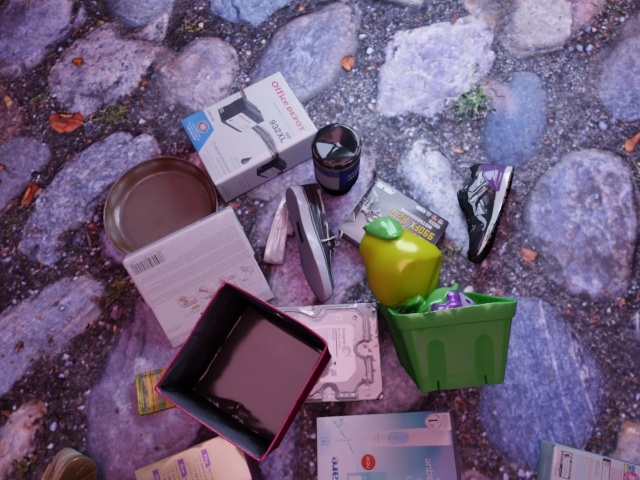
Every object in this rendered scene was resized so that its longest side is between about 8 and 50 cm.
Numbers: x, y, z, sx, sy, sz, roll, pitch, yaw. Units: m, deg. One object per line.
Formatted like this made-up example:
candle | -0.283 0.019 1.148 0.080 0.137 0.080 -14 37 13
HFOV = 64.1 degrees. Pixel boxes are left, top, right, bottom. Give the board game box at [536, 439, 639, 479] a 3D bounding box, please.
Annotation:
board game box | 0.635 0.593 1.116 0.303 0.097 0.224 13 75 8

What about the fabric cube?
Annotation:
fabric cube | -0.143 0.277 1.096 0.254 0.258 0.259 29 77 12

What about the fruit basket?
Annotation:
fruit basket | 0.239 0.118 1.138 0.282 0.392 0.392 -6 73 0

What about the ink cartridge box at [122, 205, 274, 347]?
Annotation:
ink cartridge box | -0.306 0.092 1.313 0.296 0.066 0.261 -26 105 -6

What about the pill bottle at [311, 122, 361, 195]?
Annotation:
pill bottle | 0.042 -0.198 1.320 0.122 0.219 0.123 -1 73 2

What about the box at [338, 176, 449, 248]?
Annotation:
box | 0.191 -0.031 1.347 0.231 0.056 0.183 34 77 12

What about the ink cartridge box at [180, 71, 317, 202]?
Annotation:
ink cartridge box | -0.187 -0.284 1.403 0.307 0.129 0.223 -29 73 -7

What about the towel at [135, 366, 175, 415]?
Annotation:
towel | -0.338 0.354 1.268 0.237 0.021 0.102 -14 74 -2

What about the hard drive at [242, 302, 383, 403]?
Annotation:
hard drive | -0.023 0.278 1.258 0.338 0.064 0.237 -2 73 1

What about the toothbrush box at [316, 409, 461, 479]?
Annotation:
toothbrush box | 0.148 0.490 1.105 0.295 0.126 0.216 -8 64 16

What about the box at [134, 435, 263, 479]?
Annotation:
box | -0.256 0.569 1.148 0.242 0.117 0.214 -22 73 -4

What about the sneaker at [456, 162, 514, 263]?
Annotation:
sneaker | 0.411 -0.075 1.344 0.124 0.107 0.283 16 70 22

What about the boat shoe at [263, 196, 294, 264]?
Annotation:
boat shoe | -0.102 -0.024 1.356 0.063 0.066 0.184 16 71 -8

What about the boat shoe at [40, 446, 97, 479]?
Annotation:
boat shoe | -0.615 0.650 1.151 0.110 0.121 0.341 2 65 42

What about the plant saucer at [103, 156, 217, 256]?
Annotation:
plant saucer | -0.429 -0.078 1.392 0.310 0.050 0.311 0 72 1

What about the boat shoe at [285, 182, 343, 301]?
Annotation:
boat shoe | -0.002 0.001 1.320 0.104 0.113 0.306 -13 78 -23
